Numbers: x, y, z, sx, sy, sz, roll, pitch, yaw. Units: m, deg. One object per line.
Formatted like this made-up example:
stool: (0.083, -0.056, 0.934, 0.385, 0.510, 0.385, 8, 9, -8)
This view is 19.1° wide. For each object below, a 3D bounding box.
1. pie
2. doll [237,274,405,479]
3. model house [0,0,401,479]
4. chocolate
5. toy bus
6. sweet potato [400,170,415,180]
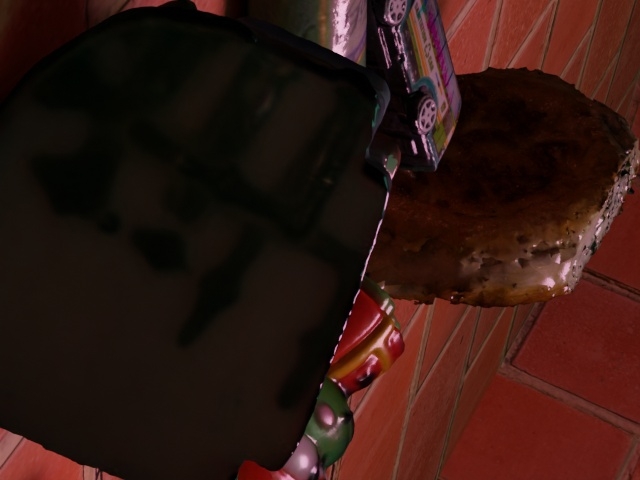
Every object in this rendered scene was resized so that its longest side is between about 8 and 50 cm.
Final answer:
pie: (0.170, -0.067, 1.995, 0.355, 0.288, 0.103, -53, 154, -32)
doll: (-0.059, 0.187, 1.806, 0.363, 0.160, 0.183, -59, 165, -18)
model house: (-0.078, -0.006, 1.272, 0.329, 0.251, 0.295, -29, 140, -79)
chocolate: (-0.009, -0.215, 1.451, 0.110, 0.110, 0.291, -57, 162, -35)
toy bus: (0.055, -0.180, 1.619, 0.109, 0.091, 0.262, -58, 146, -37)
sweet potato: (0.068, -0.172, 1.915, 0.068, 0.068, 0.226, -32, 123, -68)
